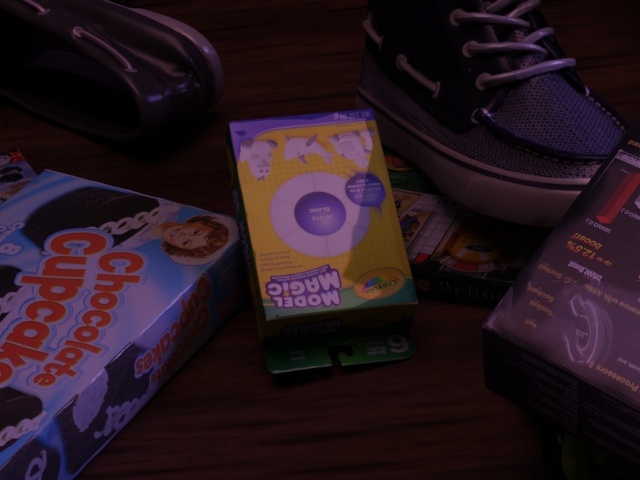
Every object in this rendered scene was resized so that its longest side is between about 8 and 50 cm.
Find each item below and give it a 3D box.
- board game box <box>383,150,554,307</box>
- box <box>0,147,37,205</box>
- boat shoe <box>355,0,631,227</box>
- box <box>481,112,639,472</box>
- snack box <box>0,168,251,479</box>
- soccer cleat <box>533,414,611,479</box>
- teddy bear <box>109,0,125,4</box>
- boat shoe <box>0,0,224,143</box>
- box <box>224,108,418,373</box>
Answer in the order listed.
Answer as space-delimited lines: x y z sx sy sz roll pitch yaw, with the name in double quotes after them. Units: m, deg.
0.125 -0.004 1.258 0.260 0.030 0.136 8 35 24 "board game box"
-0.274 -0.018 1.368 0.137 0.027 0.094 -21 37 -18 "box"
0.121 -0.123 1.263 0.127 0.158 0.340 -11 22 -26 "boat shoe"
0.280 0.046 0.993 0.307 0.076 0.242 27 63 23 "box"
-0.202 0.073 1.187 0.187 0.060 0.322 15 40 28 "snack box"
0.145 0.090 1.097 0.072 0.060 0.179 -7 26 21 "soccer cleat"
-0.235 -0.299 1.702 0.338 0.113 0.245 5 38 19 "teddy bear"
-0.236 -0.159 1.495 0.335 0.112 0.095 18 38 29 "boat shoe"
0.000 0.000 1.204 0.105 0.043 0.179 -7 62 -10 "box"
